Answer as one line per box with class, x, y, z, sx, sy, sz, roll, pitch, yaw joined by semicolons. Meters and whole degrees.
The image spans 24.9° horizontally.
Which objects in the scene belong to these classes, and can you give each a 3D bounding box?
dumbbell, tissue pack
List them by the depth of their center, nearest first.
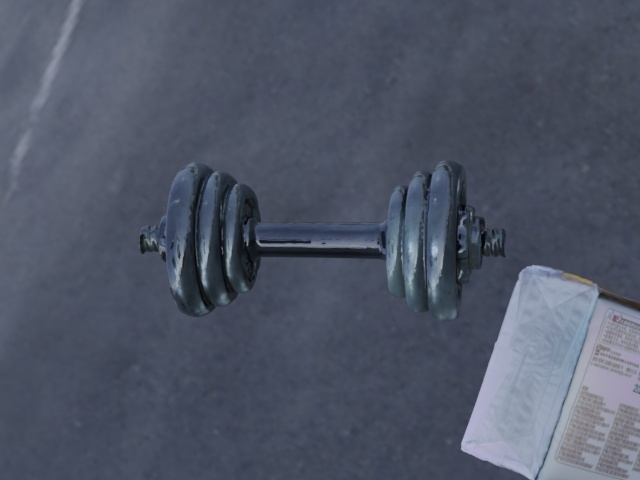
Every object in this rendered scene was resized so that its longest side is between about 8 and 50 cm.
tissue pack;0.268;0.142;1.349;0.124;0.225;0.185;16;88;56
dumbbell;0.000;0.000;1.597;0.406;0.179;0.179;1;52;9
